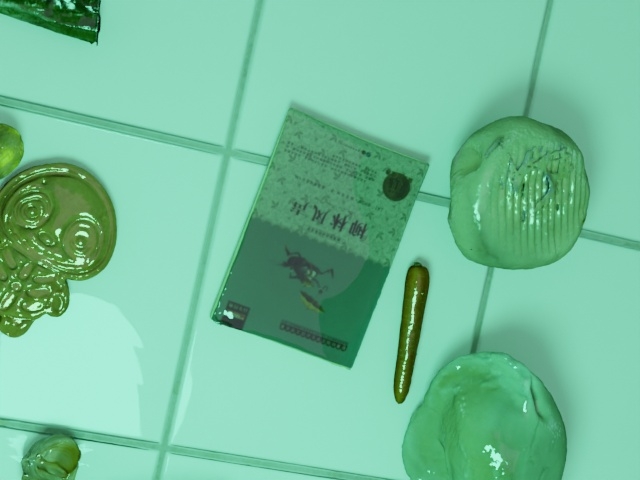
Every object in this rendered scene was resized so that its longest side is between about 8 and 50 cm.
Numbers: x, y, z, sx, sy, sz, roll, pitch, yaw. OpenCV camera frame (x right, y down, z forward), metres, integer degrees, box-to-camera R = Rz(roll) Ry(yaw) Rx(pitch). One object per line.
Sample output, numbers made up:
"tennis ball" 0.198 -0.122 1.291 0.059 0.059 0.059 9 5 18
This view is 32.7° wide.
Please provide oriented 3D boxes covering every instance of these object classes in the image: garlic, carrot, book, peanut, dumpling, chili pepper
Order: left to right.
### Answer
"peanut" -0.542 -0.102 1.656 0.207 0.087 0.087 -40 102 -11
"chili pepper" -0.451 -0.358 1.674 0.227 0.059 0.088 6 97 -12
"garlic" -0.431 0.353 1.722 0.094 0.074 0.113 33 92 -34
"book" 0.000 0.000 1.824 0.264 0.031 0.379 20 89 -14
"carrot" 0.152 0.159 1.869 0.043 0.043 0.247 7 95 -14
"dumpling" 0.294 0.353 1.833 0.270 0.212 0.320 8 81 -11

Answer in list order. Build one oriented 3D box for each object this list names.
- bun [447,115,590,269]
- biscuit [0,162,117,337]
"bun" 0.326 -0.081 1.834 0.273 0.168 0.272 -5 103 -24
"biscuit" -0.443 0.014 1.712 0.202 0.044 0.288 37 83 -14
